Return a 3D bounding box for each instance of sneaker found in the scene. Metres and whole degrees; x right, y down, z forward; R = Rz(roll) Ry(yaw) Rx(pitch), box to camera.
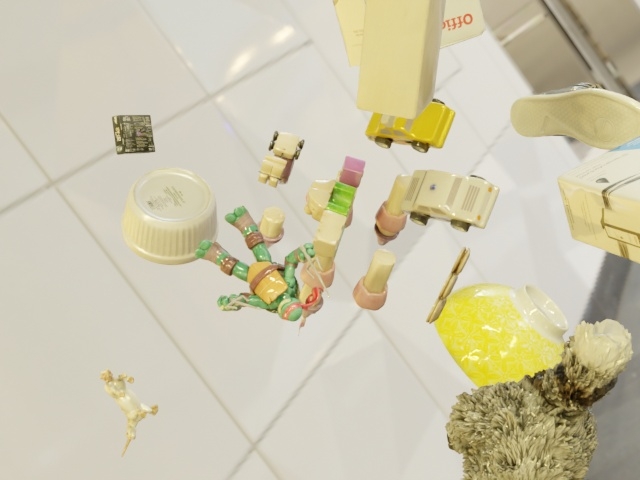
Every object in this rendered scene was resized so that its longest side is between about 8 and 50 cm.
[{"bbox_3d":[0.489,-0.229,1.802,0.147,0.104,0.296,-20,19,-33],"label":"sneaker"}]

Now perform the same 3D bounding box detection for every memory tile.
[{"bbox_3d":[0.174,0.061,1.385,0.113,0.012,0.148,-64,-9,2],"label":"memory tile"}]

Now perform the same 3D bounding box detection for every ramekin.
[{"bbox_3d":[-0.313,-0.059,2.157,0.207,0.207,0.109,-40,-24,-37],"label":"ramekin"}]

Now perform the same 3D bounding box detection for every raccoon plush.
[{"bbox_3d":[0.287,0.337,1.410,0.446,0.216,0.299,92,-177,-54],"label":"raccoon plush"}]

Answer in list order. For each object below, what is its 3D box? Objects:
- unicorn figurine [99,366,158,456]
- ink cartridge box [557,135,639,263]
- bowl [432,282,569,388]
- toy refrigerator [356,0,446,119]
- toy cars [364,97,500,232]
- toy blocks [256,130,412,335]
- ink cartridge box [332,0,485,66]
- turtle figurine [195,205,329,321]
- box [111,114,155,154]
[{"bbox_3d":[-0.329,0.286,1.768,0.060,0.162,0.111,-25,3,-34],"label":"unicorn figurine"},{"bbox_3d":[0.377,-0.044,1.099,0.148,0.086,0.203,-25,20,-16],"label":"ink cartridge box"},{"bbox_3d":[0.364,0.172,1.903,0.156,0.289,0.289,-47,1,23],"label":"bowl"},{"bbox_3d":[0.109,-0.307,1.348,0.094,0.269,0.102,12,28,16],"label":"toy refrigerator"},{"bbox_3d":[0.182,-0.156,1.871,0.176,0.087,0.393,-39,47,19],"label":"toy cars"},{"bbox_3d":[0.000,0.000,2.020,0.260,0.309,0.288,108,-179,-46],"label":"toy blocks"},{"bbox_3d":[0.121,-0.441,1.641,0.211,0.289,0.121,-21,15,-23],"label":"ink cartridge box"},{"bbox_3d":[-0.093,0.060,1.655,0.175,0.234,0.118,-38,-30,-12],"label":"turtle figurine"},{"bbox_3d":[-0.320,-0.182,1.765,0.018,0.067,0.083,-6,4,31],"label":"box"}]
